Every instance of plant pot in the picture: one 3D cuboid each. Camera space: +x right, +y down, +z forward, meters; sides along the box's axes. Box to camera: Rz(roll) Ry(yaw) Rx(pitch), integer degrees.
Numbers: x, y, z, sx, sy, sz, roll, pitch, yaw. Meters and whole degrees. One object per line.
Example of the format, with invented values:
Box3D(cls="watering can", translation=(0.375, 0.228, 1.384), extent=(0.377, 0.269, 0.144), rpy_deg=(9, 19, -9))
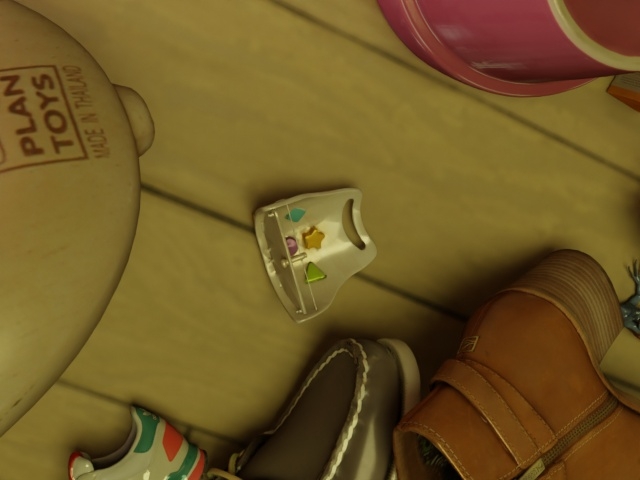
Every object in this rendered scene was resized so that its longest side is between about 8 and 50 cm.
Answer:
Box3D(cls="plant pot", translation=(0.148, -0.174, 0.647), extent=(0.201, 0.180, 0.201), rpy_deg=(-5, 108, -15))

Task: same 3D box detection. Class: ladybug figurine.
Box3D(cls="ladybug figurine", translation=(-0.294, 0.026, 0.558), extent=(0.450, 0.162, 0.305), rpy_deg=(-19, 70, -9))

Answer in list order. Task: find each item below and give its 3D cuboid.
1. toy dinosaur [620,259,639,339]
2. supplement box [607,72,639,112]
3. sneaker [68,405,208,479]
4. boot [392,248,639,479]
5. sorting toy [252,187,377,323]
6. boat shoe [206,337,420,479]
Box3D(cls="toy dinosaur", translation=(0.236, 0.064, 0.820), extent=(0.082, 0.047, 0.090), rpy_deg=(6, 116, 1))
Box3D(cls="supplement box", translation=(0.246, -0.131, 0.751), extent=(0.036, 0.062, 0.098), rpy_deg=(26, 98, -20))
Box3D(cls="sneaker", translation=(-0.152, 0.180, 0.732), extent=(0.161, 0.057, 0.075), rpy_deg=(-46, 106, -12))
Box3D(cls="boot", translation=(0.166, 0.169, 0.738), extent=(0.220, 0.109, 0.283), rpy_deg=(-40, 114, -42))
Box3D(cls="sorting toy", translation=(0.000, 0.000, 0.734), extent=(0.075, 0.045, 0.083), rpy_deg=(-21, 110, -17))
Box3D(cls="boat shoe", translation=(-0.039, 0.202, 0.745), extent=(0.097, 0.116, 0.324), rpy_deg=(20, 105, -23))
